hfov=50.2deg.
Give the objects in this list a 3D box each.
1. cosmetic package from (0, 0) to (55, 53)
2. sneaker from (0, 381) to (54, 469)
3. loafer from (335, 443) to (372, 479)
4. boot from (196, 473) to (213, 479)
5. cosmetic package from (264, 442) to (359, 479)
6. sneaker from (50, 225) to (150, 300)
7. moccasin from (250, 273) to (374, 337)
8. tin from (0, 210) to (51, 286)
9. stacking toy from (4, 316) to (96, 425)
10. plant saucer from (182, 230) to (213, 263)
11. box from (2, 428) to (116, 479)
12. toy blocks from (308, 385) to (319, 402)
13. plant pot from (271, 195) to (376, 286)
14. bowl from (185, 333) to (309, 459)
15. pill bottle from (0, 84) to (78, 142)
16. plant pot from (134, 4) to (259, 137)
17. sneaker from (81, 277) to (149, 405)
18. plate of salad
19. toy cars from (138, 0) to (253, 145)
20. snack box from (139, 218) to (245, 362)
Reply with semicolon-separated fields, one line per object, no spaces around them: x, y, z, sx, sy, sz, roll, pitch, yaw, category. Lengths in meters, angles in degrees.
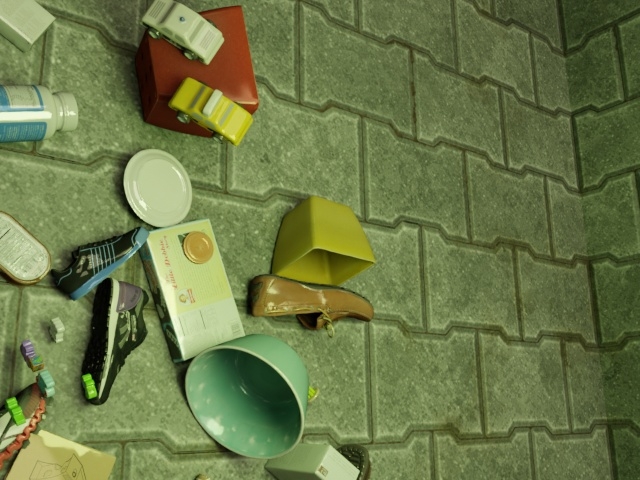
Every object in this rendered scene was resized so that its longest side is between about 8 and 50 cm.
-0.736;-0.545;1.544;0.239;0.060;0.099;40;55;-23;cosmetic package
-0.647;0.380;1.339;0.135;0.097;0.276;47;55;-21;sneaker
0.039;0.716;1.791;0.130;0.134;0.366;48;61;-47;loafer
-0.247;0.631;1.619;0.158;0.059;0.084;39;60;-14;boot
-0.024;0.567;1.694;0.117;0.231;0.085;46;54;-20;cosmetic package
-0.497;0.031;1.546;0.232;0.081;0.090;-44;107;-24;sneaker
-0.016;0.189;1.867;0.380;0.139;0.147;14;76;-38;moccasin
-0.666;0.016;1.466;0.189;0.040;0.106;47;50;-19;tin
-0.579;0.265;1.394;0.167;0.052;0.221;-16;54;-40;stacking toy
-0.301;0.017;1.689;0.083;0.013;0.083;13;68;-35;plant saucer
-0.552;0.501;1.432;0.201;0.021;0.164;33;59;-26;box
-0.085;0.389;1.810;0.148;0.054;0.123;50;54;-16;toy blocks
0.000;0.000;1.897;0.212;0.212;0.187;15;56;-34;plant pot
-0.150;0.348;1.642;0.311;0.311;0.163;59;32;-10;bowl
-0.656;-0.278;1.495;0.221;0.124;0.124;-10;84;-40;pill bottle
-0.326;-0.414;1.721;0.236;0.267;0.267;-7;82;-26;plant pot
-0.447;0.231;1.539;0.124;0.107;0.283;21;65;-39;sneaker
-0.407;-0.129;1.702;0.200;0.048;0.200;14;71;-46;plate of salad
-0.283;-0.399;1.563;0.176;0.087;0.393;-19;85;-15;toy cars
-0.320;0.119;1.693;0.187;0.060;0.322;-16;87;-41;snack box
